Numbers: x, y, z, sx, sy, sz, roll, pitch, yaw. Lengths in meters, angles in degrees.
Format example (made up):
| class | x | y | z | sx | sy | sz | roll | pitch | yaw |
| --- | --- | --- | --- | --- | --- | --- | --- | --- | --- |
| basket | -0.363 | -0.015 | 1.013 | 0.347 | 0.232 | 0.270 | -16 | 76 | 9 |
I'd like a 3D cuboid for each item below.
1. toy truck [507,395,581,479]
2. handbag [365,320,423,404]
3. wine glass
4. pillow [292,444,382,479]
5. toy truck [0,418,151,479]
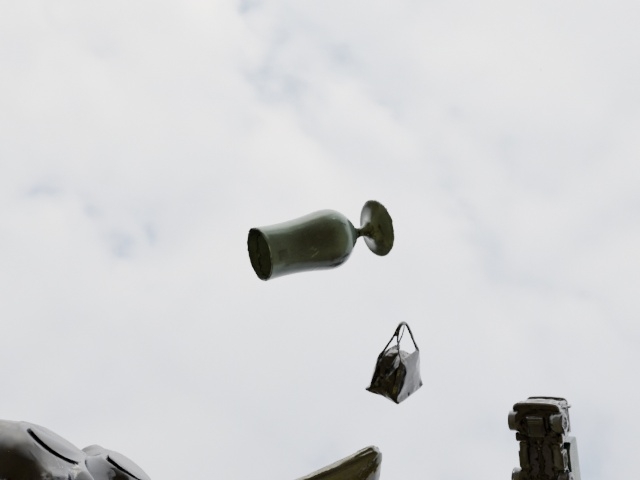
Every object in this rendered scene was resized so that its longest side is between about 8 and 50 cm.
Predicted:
| class | x | y | z | sx | sy | sz | roll | pitch | yaw |
| --- | --- | --- | --- | --- | --- | --- | --- | --- | --- |
| toy truck | 0.417 | 0.412 | 1.368 | 0.114 | 0.124 | 0.253 | -6 | -90 | 32 |
| handbag | 0.140 | 0.212 | 1.366 | 0.072 | 0.115 | 0.139 | 12 | -75 | 32 |
| wine glass | 0.000 | 0.000 | 1.229 | 0.103 | 0.231 | 0.103 | 30 | -55 | 54 |
| pillow | -0.030 | 0.320 | 0.784 | 0.052 | 0.208 | 0.212 | 50 | -30 | 43 |
| toy truck | -0.437 | 0.435 | 1.178 | 0.181 | 0.405 | 0.254 | 28 | -100 | 27 |
